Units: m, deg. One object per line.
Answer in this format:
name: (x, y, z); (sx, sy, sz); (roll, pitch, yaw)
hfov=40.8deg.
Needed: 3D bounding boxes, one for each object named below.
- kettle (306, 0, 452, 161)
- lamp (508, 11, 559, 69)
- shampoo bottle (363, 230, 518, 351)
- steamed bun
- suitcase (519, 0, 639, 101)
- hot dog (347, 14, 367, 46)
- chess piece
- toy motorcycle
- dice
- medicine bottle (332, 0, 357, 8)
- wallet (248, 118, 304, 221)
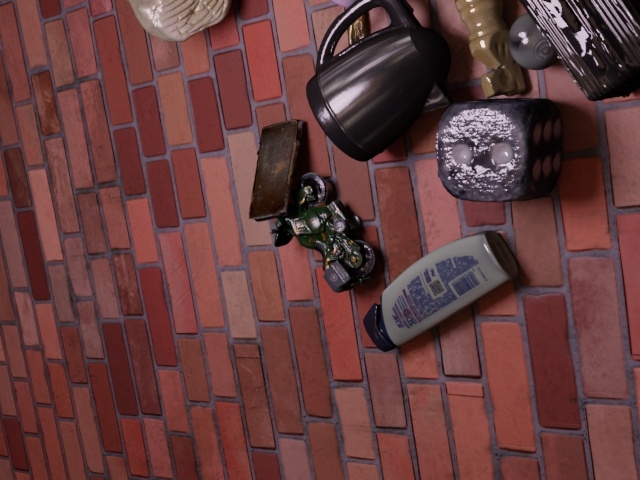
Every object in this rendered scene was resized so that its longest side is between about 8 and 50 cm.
kettle: (0.132, -0.325, 1.693); (0.271, 0.207, 0.251); (-33, 49, 28)
lamp: (0.386, -0.357, 1.536); (0.105, 0.105, 0.105); (9, 106, 34)
shampoo bottle: (0.231, 0.102, 1.776); (0.359, 0.078, 0.134); (-37, 75, 36)
steamed bun: (-0.321, -0.602, 1.912); (0.320, 0.275, 0.206); (-62, 31, -1)
suitcase: (0.444, -0.400, 1.405); (0.152, 0.229, 0.335); (-38, 78, 36)
hot dog: (0.078, -0.425, 1.791); (0.044, 0.028, 0.137); (-4, 102, 10)
chess piece: (0.319, -0.362, 1.595); (0.090, 0.090, 0.200); (-16, 93, 37)
toy motorcycle: (0.000, 0.000, 1.895); (0.187, 0.124, 0.275); (-42, 76, 26)
dice: (0.330, -0.168, 1.574); (0.183, 0.182, 0.182); (5, 105, 36)
medicine bottle: (0.099, -0.584, 1.662); (0.254, 0.152, 0.152); (-43, 75, 35)
wallet: (-0.098, -0.156, 1.918); (0.122, 0.031, 0.232); (-8, 66, 41)
